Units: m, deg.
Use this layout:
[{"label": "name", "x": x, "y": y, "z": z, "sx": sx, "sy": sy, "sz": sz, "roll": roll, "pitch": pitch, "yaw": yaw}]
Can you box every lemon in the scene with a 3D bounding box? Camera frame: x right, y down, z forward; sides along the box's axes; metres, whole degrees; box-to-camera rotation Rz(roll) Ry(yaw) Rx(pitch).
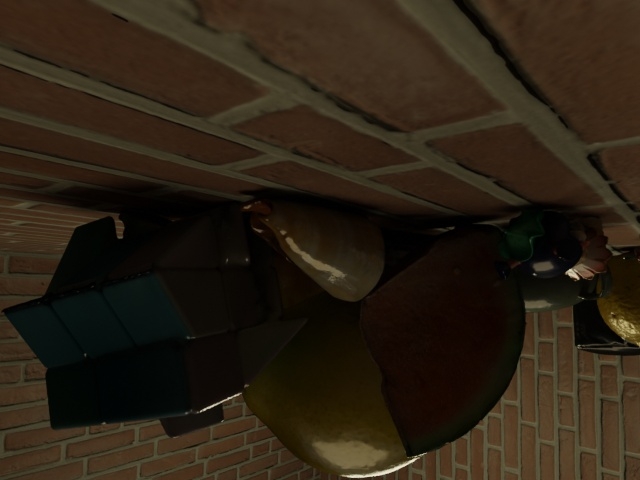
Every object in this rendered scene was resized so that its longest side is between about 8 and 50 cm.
[{"label": "lemon", "x": 0.815, "y": 0.147, "z": 1.124, "sx": 0.229, "sy": 0.253, "sz": 0.228, "roll": -11, "pitch": 171, "yaw": -2}]

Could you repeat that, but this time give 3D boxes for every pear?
[{"label": "pear", "x": 0.059, "y": 0.269, "z": 0.914, "sx": 0.419, "sy": 0.362, "sz": 0.362, "roll": 9, "pitch": 174, "yaw": 0}]

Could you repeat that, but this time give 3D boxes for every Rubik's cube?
[{"label": "Rubik's cube", "x": -0.230, "y": 0.115, "z": 0.730, "sx": 0.387, "sy": 0.358, "sz": 0.368, "roll": -13, "pitch": 173, "yaw": 21}]

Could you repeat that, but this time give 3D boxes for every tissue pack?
[{"label": "tissue pack", "x": 0.183, "y": 0.056, "z": 1.066, "sx": 0.332, "sy": 0.123, "sz": 0.245, "roll": 6, "pitch": 171, "yaw": -33}]

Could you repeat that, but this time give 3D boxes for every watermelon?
[{"label": "watermelon", "x": 0.230, "y": 0.124, "z": 0.729, "sx": 0.222, "sy": 0.292, "sz": 0.319, "roll": -33, "pitch": 169, "yaw": 38}]

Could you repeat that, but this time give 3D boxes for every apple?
[{"label": "apple", "x": -0.086, "y": 0.174, "z": 1.410, "sx": 0.339, "sy": 0.304, "sz": 0.338, "roll": 1, "pitch": 175, "yaw": 0}]

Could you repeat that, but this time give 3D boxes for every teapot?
[{"label": "teapot", "x": 0.397, "y": 0.052, "z": 0.840, "sx": 0.193, "sy": 0.129, "sz": 0.294, "roll": -17, "pitch": -175, "yaw": -18}]

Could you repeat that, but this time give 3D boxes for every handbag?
[{"label": "handbag", "x": 0.908, "y": 0.191, "z": 1.361, "sx": 0.178, "sy": 0.301, "sz": 0.275, "roll": 15, "pitch": 164, "yaw": -40}]

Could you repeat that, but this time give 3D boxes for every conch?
[{"label": "conch", "x": 0.008, "y": -0.009, "z": 0.659, "sx": 0.158, "sy": 0.127, "sz": 0.255, "roll": 34, "pitch": 173, "yaw": 39}]

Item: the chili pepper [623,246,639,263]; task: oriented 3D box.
[{"label": "chili pepper", "x": 0.696, "y": 0.016, "z": 0.914, "sx": 0.153, "sy": 0.041, "sz": 0.050, "roll": -22, "pitch": -178, "yaw": 34}]

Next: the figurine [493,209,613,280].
[{"label": "figurine", "x": 0.342, "y": 0.007, "z": 0.649, "sx": 0.195, "sy": 0.102, "sz": 0.111, "roll": 8, "pitch": 150, "yaw": -27}]
